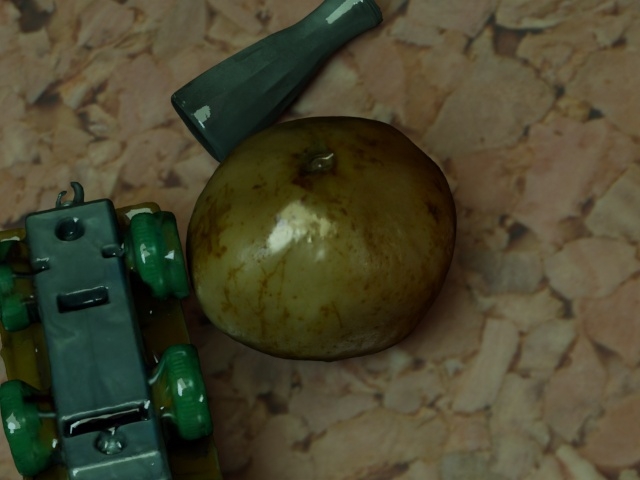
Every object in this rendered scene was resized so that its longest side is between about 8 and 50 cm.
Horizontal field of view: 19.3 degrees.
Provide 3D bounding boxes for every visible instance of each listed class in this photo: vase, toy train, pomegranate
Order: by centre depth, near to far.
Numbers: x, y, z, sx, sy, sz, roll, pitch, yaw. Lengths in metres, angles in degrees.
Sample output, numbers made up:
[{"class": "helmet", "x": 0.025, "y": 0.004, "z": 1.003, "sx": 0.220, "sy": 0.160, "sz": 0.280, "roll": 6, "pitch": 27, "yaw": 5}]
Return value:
[{"class": "toy train", "x": -0.186, "y": 0.138, "z": 1.664, "sx": 0.178, "sy": 0.249, "sz": 0.429, "roll": -12, "pitch": 51, "yaw": -6}, {"class": "pomegranate", "x": 0.000, "y": 0.000, "z": 1.687, "sx": 0.248, "sy": 0.248, "sz": 0.248, "roll": -4, "pitch": 70, "yaw": 12}, {"class": "vase", "x": -0.038, "y": -0.171, "z": 1.833, "sx": 0.214, "sy": 0.086, "sz": 0.086, "roll": -39, "pitch": 67, "yaw": -7}]
